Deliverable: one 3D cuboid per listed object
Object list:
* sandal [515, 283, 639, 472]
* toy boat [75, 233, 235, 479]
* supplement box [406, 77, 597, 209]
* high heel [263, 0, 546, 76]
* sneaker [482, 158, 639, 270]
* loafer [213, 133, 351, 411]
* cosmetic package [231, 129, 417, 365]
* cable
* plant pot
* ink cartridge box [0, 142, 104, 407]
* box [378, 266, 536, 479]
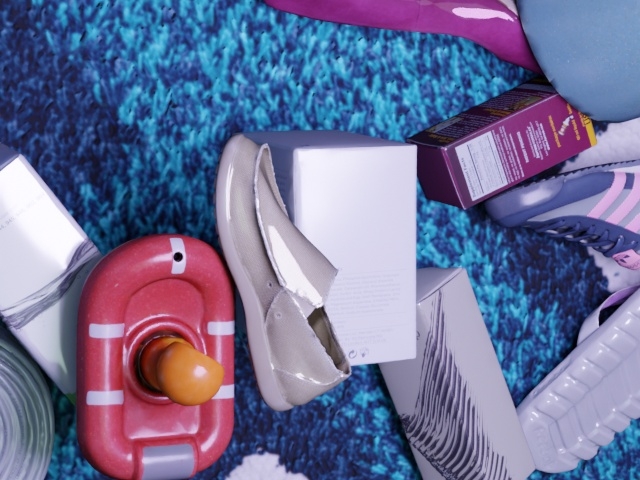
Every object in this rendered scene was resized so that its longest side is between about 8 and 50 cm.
[{"bbox_3d":[0.396,0.122,1.577,0.416,0.102,0.169,-37,119,3],"label":"sandal"},{"bbox_3d":[-0.134,0.109,1.133,0.151,0.151,0.231,-1,92,-29],"label":"toy boat"},{"bbox_3d":[0.210,-0.115,1.467,0.188,0.104,0.080,-26,107,-15],"label":"supplement box"},{"bbox_3d":[0.119,-0.255,1.437,0.377,0.127,0.181,32,120,-28],"label":"high heel"},{"bbox_3d":[0.343,-0.024,1.502,0.319,0.112,0.131,-8,87,-25],"label":"sneaker"},{"bbox_3d":[-0.032,0.027,1.175,0.092,0.102,0.268,-10,106,11],"label":"loafer"},{"bbox_3d":[0.000,0.000,1.342,0.138,0.224,0.224,-5,101,-19],"label":"cosmetic package"},{"bbox_3d":[-0.404,0.197,1.294,0.257,0.089,0.257,16,93,-22],"label":"cable"},{"bbox_3d":[0.384,-0.291,1.400,0.290,0.195,0.290,8,78,-40],"label":"plant pot"},{"bbox_3d":[-0.273,0.042,1.259,0.115,0.198,0.273,-39,110,-12],"label":"ink cartridge box"},{"bbox_3d":[0.148,0.172,1.474,0.094,0.113,0.275,-35,109,-38],"label":"box"}]
